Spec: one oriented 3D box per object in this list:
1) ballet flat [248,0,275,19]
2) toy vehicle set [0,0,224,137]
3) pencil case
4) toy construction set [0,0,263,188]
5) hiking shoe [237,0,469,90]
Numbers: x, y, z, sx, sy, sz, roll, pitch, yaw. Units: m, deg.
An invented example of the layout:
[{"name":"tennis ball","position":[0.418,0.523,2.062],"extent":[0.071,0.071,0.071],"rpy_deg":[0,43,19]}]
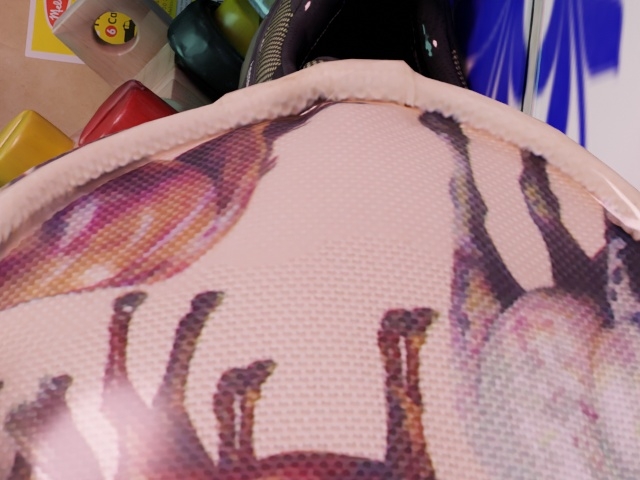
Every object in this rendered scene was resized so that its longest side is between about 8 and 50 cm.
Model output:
[{"name":"ballet flat","position":[-0.004,-0.157,0.771],"extent":[0.070,0.070,0.188],"rpy_deg":[107,165,-46]},{"name":"toy vehicle set","position":[-0.091,-0.116,0.964],"extent":[0.035,0.166,0.267],"rpy_deg":[144,133,-77]},{"name":"pencil case","position":[-0.036,0.163,0.471],"extent":[0.183,0.159,0.410],"rpy_deg":[-77,3,-48]},{"name":"toy construction set","position":[-0.136,-0.010,0.839],"extent":[0.237,0.308,0.257],"rpy_deg":[-89,18,-56]},{"name":"hiking shoe","position":[0.000,0.000,0.591],"extent":[0.114,0.086,0.227],"rpy_deg":[109,166,-64]}]
